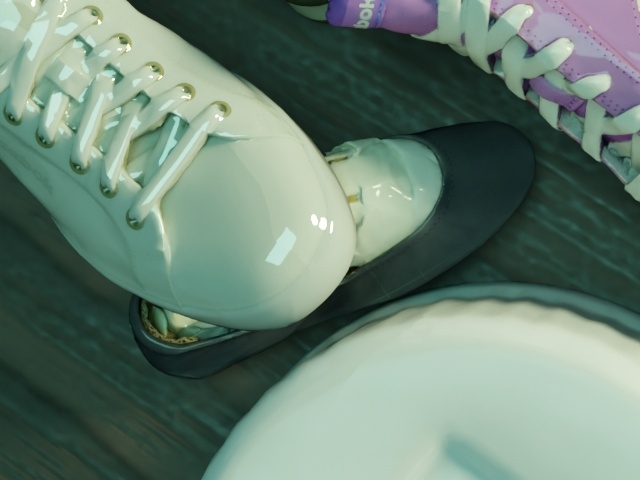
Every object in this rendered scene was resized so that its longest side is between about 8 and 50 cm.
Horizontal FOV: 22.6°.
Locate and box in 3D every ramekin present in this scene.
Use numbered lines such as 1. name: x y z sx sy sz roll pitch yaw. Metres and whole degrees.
1. ramekin: 0.069 0.154 0.666 0.277 0.135 0.277 -1 88 13

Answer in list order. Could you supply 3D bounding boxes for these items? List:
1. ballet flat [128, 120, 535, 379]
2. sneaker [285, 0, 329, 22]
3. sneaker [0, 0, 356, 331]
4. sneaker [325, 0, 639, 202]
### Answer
1. ballet flat: 0.000 0.000 0.717 0.203 0.074 0.074 -28 82 10
2. sneaker: -0.054 -0.181 0.732 0.064 0.086 0.192 -46 79 7
3. sneaker: -0.113 -0.063 0.685 0.290 0.123 0.106 37 93 28
4. sneaker: 0.090 -0.079 0.664 0.161 0.102 0.282 -22 75 -17
